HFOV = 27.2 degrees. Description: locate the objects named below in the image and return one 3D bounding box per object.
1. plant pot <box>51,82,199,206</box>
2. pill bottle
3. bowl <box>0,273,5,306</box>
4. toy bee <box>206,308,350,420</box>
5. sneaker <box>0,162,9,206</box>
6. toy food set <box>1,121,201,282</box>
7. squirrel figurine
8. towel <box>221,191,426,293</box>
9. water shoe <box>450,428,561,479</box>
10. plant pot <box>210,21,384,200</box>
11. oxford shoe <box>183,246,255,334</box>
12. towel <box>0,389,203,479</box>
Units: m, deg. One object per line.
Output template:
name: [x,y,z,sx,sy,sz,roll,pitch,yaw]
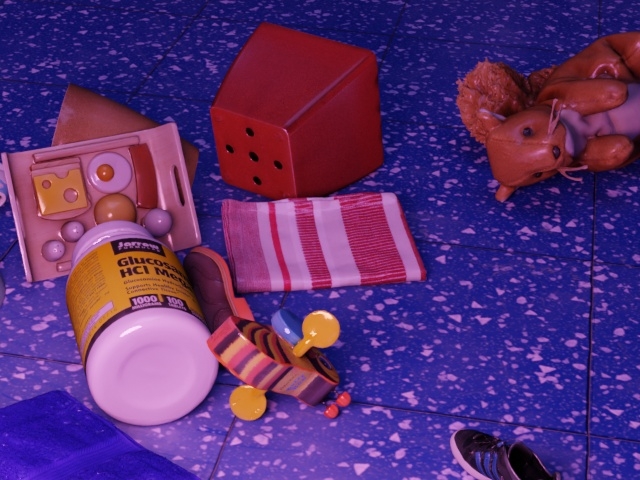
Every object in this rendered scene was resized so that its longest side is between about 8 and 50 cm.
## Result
plant pot: [-0.356,-0.138,2.390,0.254,0.237,0.237,14,28,-10]
pill bottle: [-0.276,0.108,1.962,0.188,0.187,0.334,-8,31,-16]
bowl: [-0.668,0.028,2.109,0.312,0.163,0.311,2,31,-1]
toy bee: [-0.027,0.176,1.890,0.298,0.195,0.162,-15,57,-48]
sneaker: [-0.679,-0.096,2.402,0.229,0.087,0.092,-5,32,-7]
toy food set: [-0.367,-0.067,2.219,0.306,0.219,0.092,-12,0,-24]
squirrel figurine: [0.437,-0.220,2.571,0.370,0.281,0.397,-30,27,-27]
towel: [0.000,0.000,2.293,0.329,0.037,0.237,-4,39,-10]
water shoe: [0.255,0.294,1.775,0.073,0.080,0.203,-18,35,-31]
plant pot: [-0.059,-0.218,2.502,0.267,0.267,0.236,19,46,28]
oxford shoe: [-0.182,0.096,2.087,0.098,0.096,0.271,-15,33,-16]
towel: [-0.313,0.289,1.701,0.308,0.076,0.228,23,17,31]
